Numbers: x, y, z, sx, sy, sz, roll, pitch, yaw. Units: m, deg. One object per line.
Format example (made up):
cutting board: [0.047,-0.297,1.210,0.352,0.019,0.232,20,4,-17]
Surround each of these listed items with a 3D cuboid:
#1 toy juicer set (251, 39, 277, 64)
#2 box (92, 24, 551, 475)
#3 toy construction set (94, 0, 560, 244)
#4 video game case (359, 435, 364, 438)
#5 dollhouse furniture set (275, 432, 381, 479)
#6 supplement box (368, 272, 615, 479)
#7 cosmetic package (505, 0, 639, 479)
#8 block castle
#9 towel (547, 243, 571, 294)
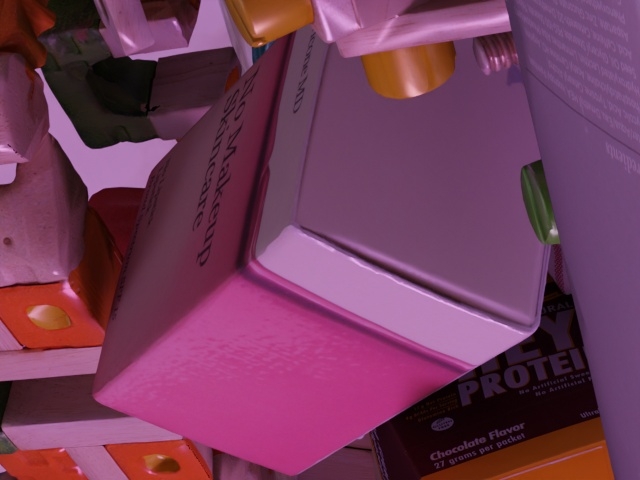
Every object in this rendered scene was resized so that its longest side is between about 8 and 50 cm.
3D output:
toy juicer set: [0.014,-0.137,1.035,0.209,0.089,0.329,126,146,-69]
box: [0.000,0.000,0.861,0.232,0.126,0.149,-40,32,53]
toy construction set: [-0.012,-0.154,0.637,0.309,0.237,0.257,84,168,-61]
video game case: [-0.001,0.043,1.296,0.201,0.023,0.183,-177,96,-68]
dollhouse furniture set: [0.104,0.078,1.284,0.355,0.173,0.303,127,145,-48]
supplement box: [0.112,0.147,0.925,0.194,0.129,0.191,-121,14,-67]
cosmetic package: [0.114,-0.030,0.366,0.107,0.127,0.238,-120,16,-65]
block castle: [-0.177,-0.024,1.085,0.453,0.212,0.303,63,-154,-48]
towel: [0.093,-0.067,0.960,0.197,0.029,0.144,-119,12,-64]
